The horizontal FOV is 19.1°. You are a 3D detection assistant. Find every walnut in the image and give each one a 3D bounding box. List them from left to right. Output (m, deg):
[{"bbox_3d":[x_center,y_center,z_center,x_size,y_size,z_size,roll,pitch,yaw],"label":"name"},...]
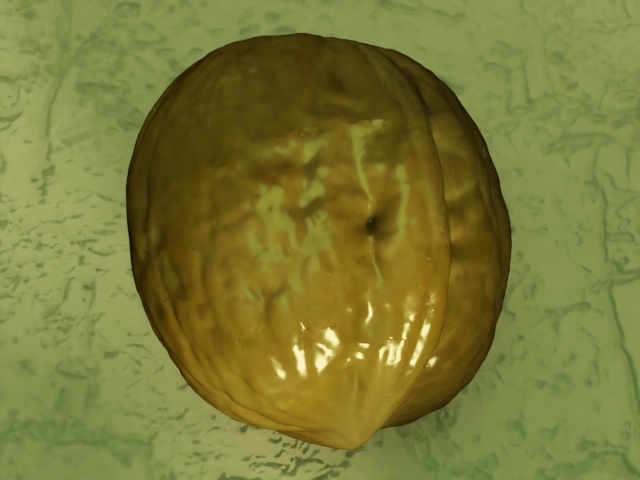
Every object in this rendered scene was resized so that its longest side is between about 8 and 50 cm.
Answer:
[{"bbox_3d":[0.000,0.000,1.477,0.333,0.333,0.332,0,74,1],"label":"walnut"}]
